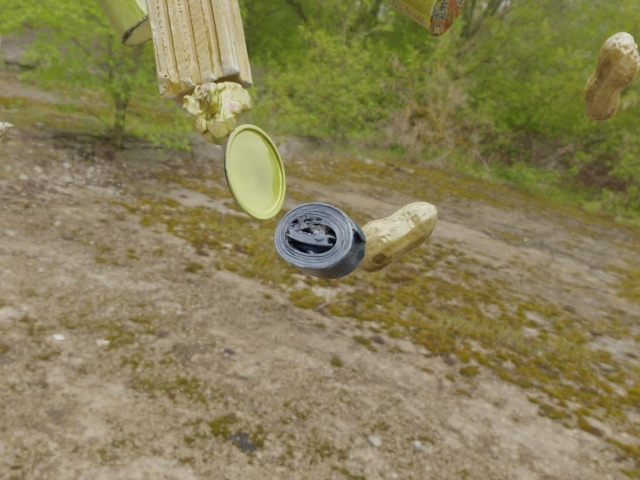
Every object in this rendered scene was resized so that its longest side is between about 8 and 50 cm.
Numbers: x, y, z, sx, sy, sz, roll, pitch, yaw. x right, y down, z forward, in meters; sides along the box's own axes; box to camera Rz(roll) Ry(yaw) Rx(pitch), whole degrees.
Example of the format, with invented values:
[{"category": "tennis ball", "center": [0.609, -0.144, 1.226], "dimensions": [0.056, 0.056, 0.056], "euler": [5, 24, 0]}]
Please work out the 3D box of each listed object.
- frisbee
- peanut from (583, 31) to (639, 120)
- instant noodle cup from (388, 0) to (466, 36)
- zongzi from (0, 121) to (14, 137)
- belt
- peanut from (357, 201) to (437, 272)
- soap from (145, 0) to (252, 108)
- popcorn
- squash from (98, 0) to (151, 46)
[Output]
[{"category": "frisbee", "center": [-0.156, -0.163, 1.434], "dimensions": [0.017, 0.235, 0.236], "euler": [-10, 1, 31]}, {"category": "peanut", "center": [0.598, -0.331, 1.225], "dimensions": [0.089, 0.192, 0.089], "euler": [2, 47, -2]}, {"category": "instant noodle cup", "center": [0.265, -0.625, 1.460], "dimensions": [0.153, 0.204, 0.205], "euler": [33, 20, 18]}, {"category": "zongzi", "center": [-0.716, -0.198, 1.144], "dimensions": [0.195, 0.099, 0.197], "euler": [14, 32, 43]}, {"category": "belt", "center": [0.000, 0.000, 1.207], "dimensions": [0.190, 0.141, 0.082], "euler": [17, -11, 34]}, {"category": "peanut", "center": [0.170, -0.013, 1.381], "dimensions": [0.237, 0.120, 0.110], "euler": [-32, 27, 1]}, {"category": "soap", "center": [-0.237, -0.410, 1.143], "dimensions": [0.174, 0.274, 0.089], "euler": [-13, -11, 15]}, {"category": "popcorn", "center": [-0.154, -0.204, 0.911], "dimensions": [0.089, 0.097, 0.109], "euler": [51, 12, -22]}, {"category": "squash", "center": [-0.479, -0.638, 1.640], "dimensions": [0.220, 0.133, 0.220], "euler": [-25, 9, 4]}]
